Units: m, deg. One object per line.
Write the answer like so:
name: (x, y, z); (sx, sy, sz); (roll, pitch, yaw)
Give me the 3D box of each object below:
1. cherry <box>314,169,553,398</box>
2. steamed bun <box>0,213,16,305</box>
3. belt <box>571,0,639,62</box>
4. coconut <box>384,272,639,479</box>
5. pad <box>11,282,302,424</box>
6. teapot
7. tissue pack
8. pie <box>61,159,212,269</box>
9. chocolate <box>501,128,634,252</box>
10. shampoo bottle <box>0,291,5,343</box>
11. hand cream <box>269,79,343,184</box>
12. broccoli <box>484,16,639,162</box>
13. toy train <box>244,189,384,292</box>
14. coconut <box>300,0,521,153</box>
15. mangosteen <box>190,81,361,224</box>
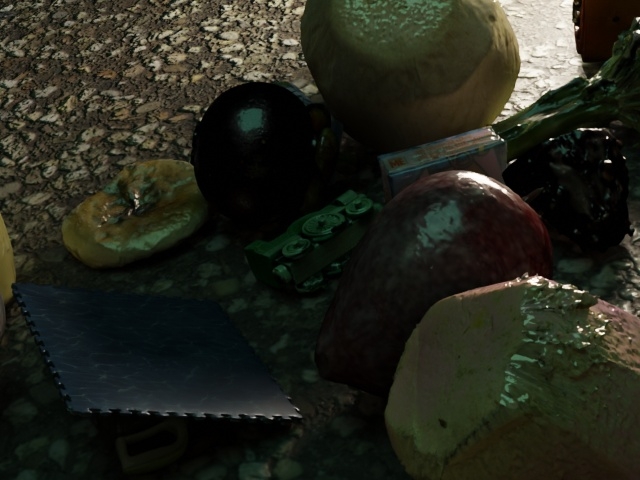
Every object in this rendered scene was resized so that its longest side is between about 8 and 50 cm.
cherry: (0.120, 0.052, 1.216); (0.300, 0.230, 0.203); (-40, 84, -10)
steamed bun: (-0.532, 0.001, 1.488); (0.273, 0.232, 0.166); (9, 33, 31)
belt: (0.423, -0.358, 1.734); (0.105, 0.184, 0.261); (-4, 6, 12)
coconut: (0.209, 0.154, 1.037); (0.233, 0.245, 0.233); (-43, 30, 33)
pad: (-0.182, 0.120, 1.276); (0.270, 0.012, 0.269); (7, 23, -34)
teapot: (-0.192, 0.187, 1.259); (0.091, 0.124, 0.092); (-8, -10, -20)
tissue pack: (0.157, -0.071, 1.482); (0.155, 0.115, 0.065); (-15, 36, -6)
pie: (-0.239, -0.034, 1.611); (0.185, 0.052, 0.218); (19, 46, 30)
chocolate: (0.312, -0.044, 1.409); (0.156, 0.156, 0.133); (-15, 63, -4)
shampoo bottle: (-0.495, 0.119, 1.262); (0.273, 0.273, 0.266); (-1, 27, 16)
hand cream: (-0.023, -0.176, 1.730); (0.058, 0.091, 0.271); (0, 26, -22)
broccoli: (0.346, -0.179, 1.590); (0.304, 0.145, 0.165); (-26, 30, 1)
toy train: (0.000, 0.000, 1.473); (0.178, 0.071, 0.105); (-34, 29, -27)
coconut: (0.131, -0.263, 1.641); (0.329, 0.328, 0.329); (-8, 34, 5)
mangosteen: (-0.057, -0.111, 1.562); (0.230, 0.194, 0.194); (9, 34, -5)
